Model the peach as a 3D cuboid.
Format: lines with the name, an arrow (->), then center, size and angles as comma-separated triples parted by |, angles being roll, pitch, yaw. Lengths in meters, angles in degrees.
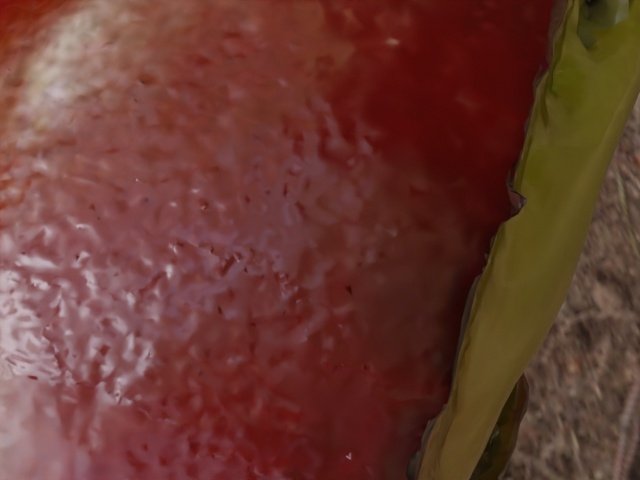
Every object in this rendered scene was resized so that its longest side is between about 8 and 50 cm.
peach -> 0.000, 0.000, 0.595 | 0.338, 0.281, 0.281 | -30, 113, -13
